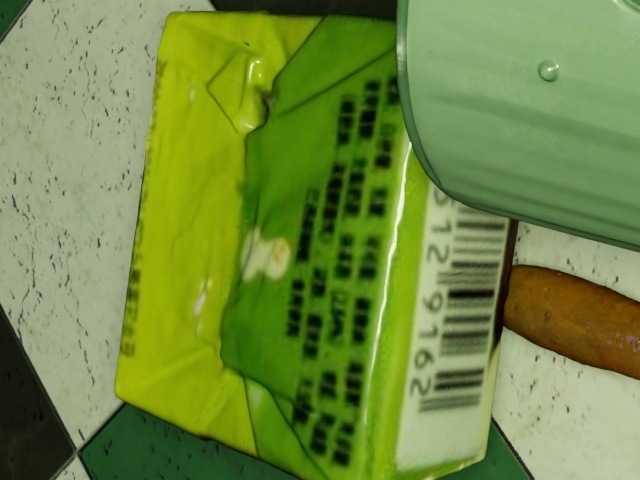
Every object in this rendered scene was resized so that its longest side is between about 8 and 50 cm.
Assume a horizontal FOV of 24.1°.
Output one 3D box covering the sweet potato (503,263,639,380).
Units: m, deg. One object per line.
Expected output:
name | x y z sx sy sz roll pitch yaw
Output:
sweet potato | 0.190 0.061 0.954 0.265 0.057 0.057 23 102 37

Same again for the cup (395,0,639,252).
cup | 0.262 -0.149 0.733 0.392 0.310 0.401 22 134 31

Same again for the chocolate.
chocolate | 0.000 0.000 1.027 0.289 0.137 0.300 13 95 50
